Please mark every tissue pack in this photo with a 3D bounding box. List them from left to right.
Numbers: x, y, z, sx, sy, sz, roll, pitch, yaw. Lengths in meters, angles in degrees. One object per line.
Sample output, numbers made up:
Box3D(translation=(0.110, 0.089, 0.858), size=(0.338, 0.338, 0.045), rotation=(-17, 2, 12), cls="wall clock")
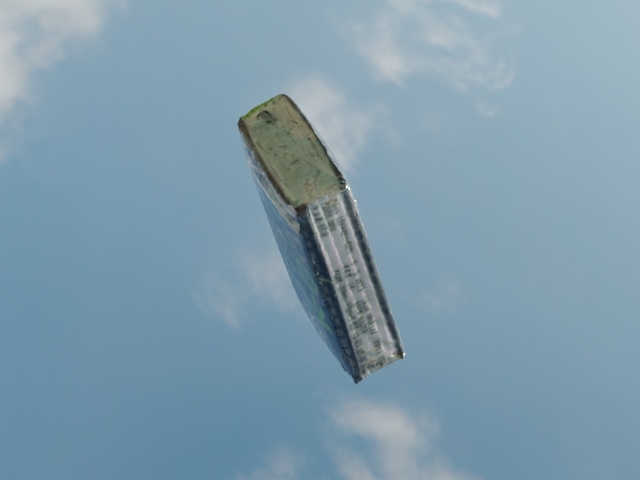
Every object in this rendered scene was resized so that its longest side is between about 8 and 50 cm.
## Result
Box3D(translation=(0.000, 0.000, 1.045), size=(0.073, 0.236, 0.173), rotation=(-25, -140, -7), cls="tissue pack")
